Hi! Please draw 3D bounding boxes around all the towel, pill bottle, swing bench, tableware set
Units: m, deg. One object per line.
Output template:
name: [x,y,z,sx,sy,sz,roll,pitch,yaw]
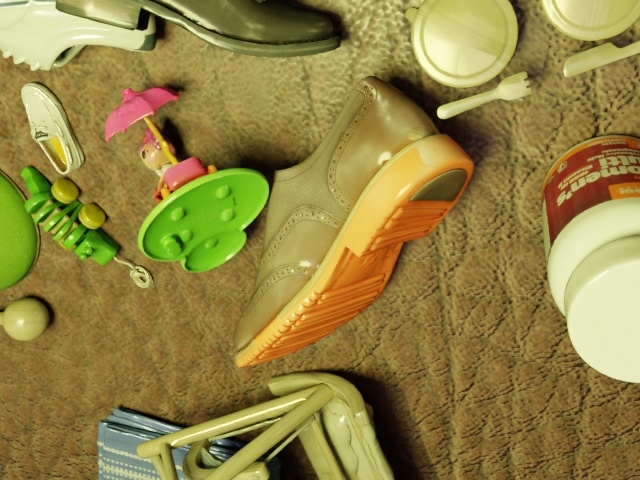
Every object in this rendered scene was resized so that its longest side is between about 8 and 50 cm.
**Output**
towel: [-0.186,0.383,1.004,0.243,0.040,0.335,13,121,5]
pill bottle: [0.242,0.006,0.582,0.121,0.221,0.121,6,118,11]
swing bench: [-0.036,0.309,0.834,0.255,0.165,0.253,-25,111,-11]
tableware set: [0.172,-0.190,0.606,0.194,0.039,0.128,-17,100,15]

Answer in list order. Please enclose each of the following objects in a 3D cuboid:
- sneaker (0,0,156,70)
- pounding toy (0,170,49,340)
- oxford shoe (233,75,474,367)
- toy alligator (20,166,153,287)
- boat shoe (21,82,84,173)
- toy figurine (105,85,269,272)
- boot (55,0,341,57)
sneaker: [-0.277,-0.202,0.680,0.258,0.094,0.091,-1,112,14]
pounding toy: [-0.425,0.024,0.828,0.183,0.110,0.236,1,117,14]
oxford shoe: [0.000,0.000,0.724,0.132,0.130,0.363,55,129,21]
toy alligator: [-0.265,-0.005,0.805,0.056,0.051,0.189,-38,103,28]
boat shoe: [-0.285,-0.115,0.761,0.035,0.035,0.100,-13,113,20]
toy figurine: [-0.142,-0.072,0.708,0.130,0.173,0.159,-28,68,-12]
boot: [-0.088,-0.275,0.586,0.263,0.091,0.228,8,105,-17]
